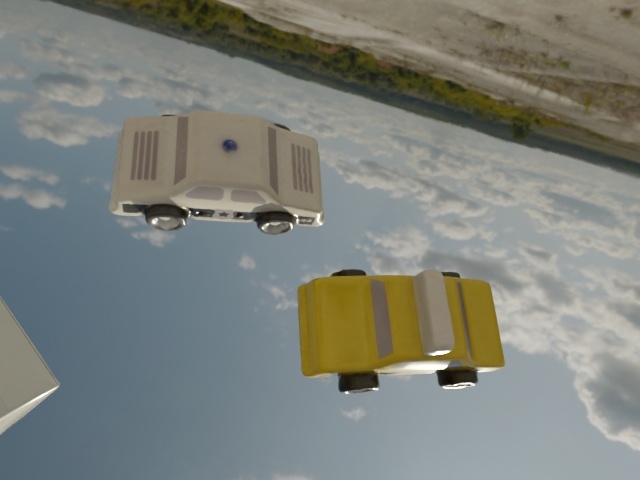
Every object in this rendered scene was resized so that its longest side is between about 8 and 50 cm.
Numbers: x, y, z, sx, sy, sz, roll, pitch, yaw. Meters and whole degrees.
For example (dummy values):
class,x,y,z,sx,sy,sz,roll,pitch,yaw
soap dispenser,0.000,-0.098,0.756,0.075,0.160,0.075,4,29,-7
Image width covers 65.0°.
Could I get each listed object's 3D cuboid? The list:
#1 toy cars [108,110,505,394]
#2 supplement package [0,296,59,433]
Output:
class,x,y,z,sx,sy,sz,roll,pitch,yaw
toy cars,0.000,0.000,0.422,0.393,0.087,0.176,40,-118,2
supplement package,-0.299,0.100,0.245,0.149,0.194,0.203,55,-160,1
